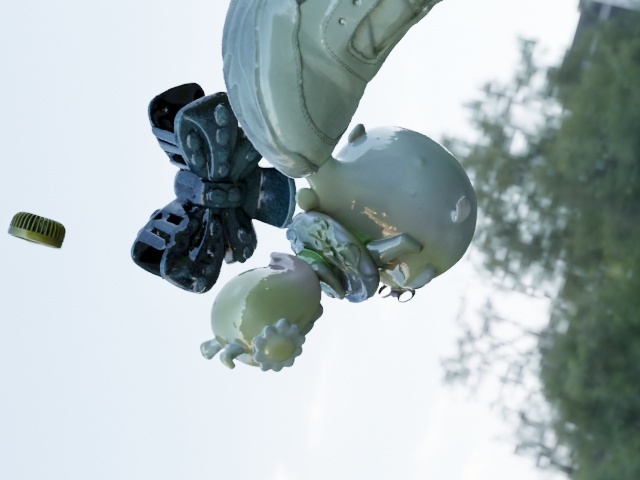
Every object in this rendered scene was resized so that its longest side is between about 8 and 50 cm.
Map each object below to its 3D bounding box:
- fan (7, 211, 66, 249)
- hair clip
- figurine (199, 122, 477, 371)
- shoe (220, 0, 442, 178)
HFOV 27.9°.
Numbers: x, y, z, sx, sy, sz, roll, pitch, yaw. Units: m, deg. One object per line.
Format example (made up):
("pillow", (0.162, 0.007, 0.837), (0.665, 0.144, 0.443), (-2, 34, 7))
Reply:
("fan", (-0.424, -0.015, 1.917), (0.155, 0.082, 0.039), (172, 115, -73))
("hair clip", (-0.169, -0.080, 1.955), (0.206, 0.194, 0.310), (-1, -74, -38))
("figurine", (0.000, 0.000, 1.534), (0.394, 0.226, 0.274), (-43, -65, -22))
("shoe", (0.035, -0.224, 1.158), (0.132, 0.210, 0.342), (35, -124, -47))
